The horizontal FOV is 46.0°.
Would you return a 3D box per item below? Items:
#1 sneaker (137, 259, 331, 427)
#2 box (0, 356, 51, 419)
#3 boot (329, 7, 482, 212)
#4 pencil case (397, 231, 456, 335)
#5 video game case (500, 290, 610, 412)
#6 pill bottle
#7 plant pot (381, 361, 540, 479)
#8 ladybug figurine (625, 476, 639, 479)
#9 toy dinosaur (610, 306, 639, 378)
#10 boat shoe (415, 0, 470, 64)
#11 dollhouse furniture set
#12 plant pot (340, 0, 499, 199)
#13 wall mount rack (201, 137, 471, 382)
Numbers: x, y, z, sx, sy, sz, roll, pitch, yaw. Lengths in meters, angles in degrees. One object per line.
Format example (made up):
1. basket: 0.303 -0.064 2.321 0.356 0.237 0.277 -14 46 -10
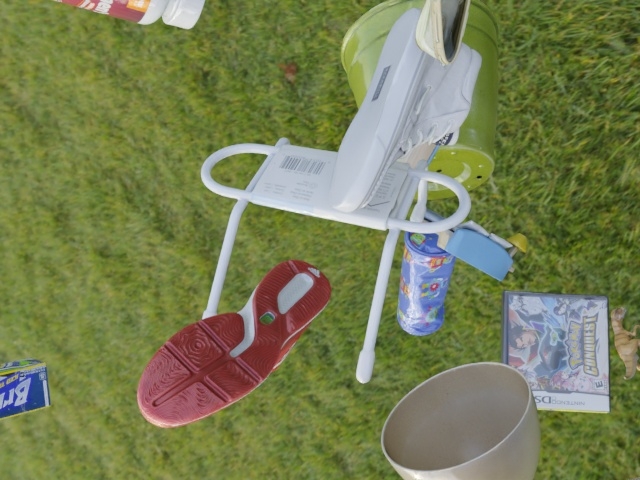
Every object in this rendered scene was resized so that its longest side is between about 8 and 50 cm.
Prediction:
1. sneaker: -0.079 0.120 0.712 0.087 0.221 0.128 43 142 18
2. box: -0.414 0.187 0.894 0.054 0.169 0.059 2 98 49
3. boot: 0.110 -0.134 0.884 0.258 0.124 0.095 -67 22 -6
4. pencil case: 0.252 0.089 1.780 0.306 0.133 0.119 91 156 -45
5. video game case: 0.551 0.260 1.772 0.249 0.035 0.274 3 80 2
6. pill bottle: -0.273 -0.365 1.023 0.121 0.221 0.121 -22 64 57
7. plant pot: 0.278 0.383 1.362 0.284 0.284 0.190 -13 114 39
8. ladybug figurine: 0.638 0.542 1.154 0.449 0.162 0.305 49 145 23
9. toy dinosaur: 0.626 0.230 1.524 0.112 0.211 0.064 21 129 -9
10. boat shoe: 0.135 -0.257 0.762 0.048 0.056 0.152 53 142 44
11. dollhouse furniture set: 0.240 -0.096 1.455 0.304 0.286 0.198 28 96 -21
12. plant pot: 0.244 -0.293 1.685 0.367 0.367 0.352 -26 59 39
13. wall mount rack: 0.000 0.000 0.949 0.350 0.304 0.130 11 135 16
